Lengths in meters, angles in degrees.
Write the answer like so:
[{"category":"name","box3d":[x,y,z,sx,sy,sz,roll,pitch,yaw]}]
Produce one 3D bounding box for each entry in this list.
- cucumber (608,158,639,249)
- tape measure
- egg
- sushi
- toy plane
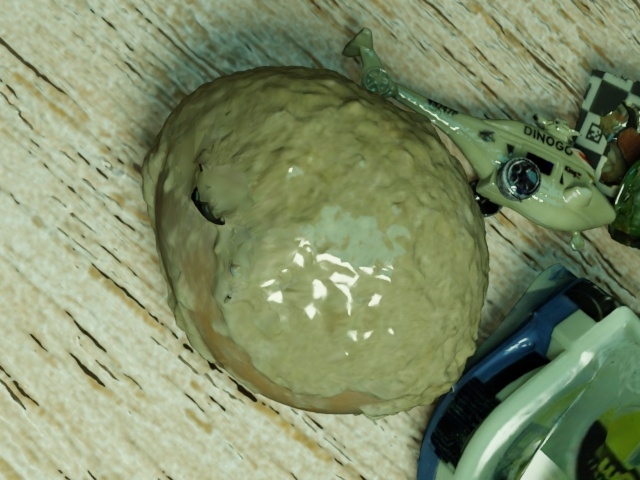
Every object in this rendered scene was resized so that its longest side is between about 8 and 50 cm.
[{"category":"cucumber","box3d":[0.431,-0.039,1.696,0.325,0.105,0.145,-1,104,-24]},{"category":"tape measure","box3d":[0.214,0.196,1.512,0.262,0.138,0.259,-42,112,-9]},{"category":"egg","box3d":[0.000,0.000,1.438,0.279,0.279,0.310,-22,77,-26]},{"category":"sushi","box3d":[0.313,-0.075,1.709,0.201,0.031,0.139,13,97,-24]},{"category":"toy plane","box3d":[0.143,-0.090,1.607,0.286,0.092,0.108,26,73,-11]}]
